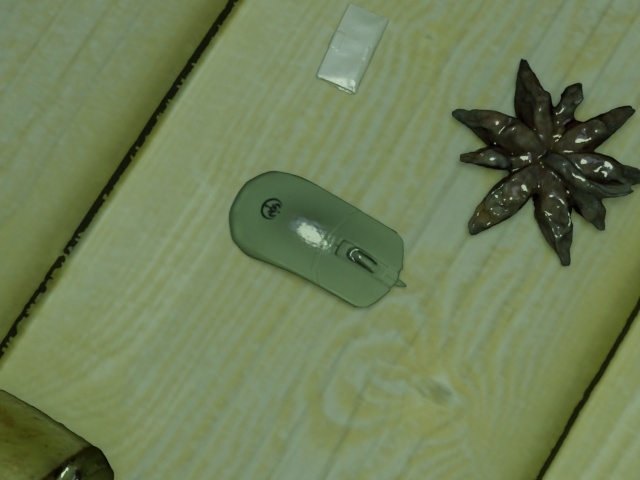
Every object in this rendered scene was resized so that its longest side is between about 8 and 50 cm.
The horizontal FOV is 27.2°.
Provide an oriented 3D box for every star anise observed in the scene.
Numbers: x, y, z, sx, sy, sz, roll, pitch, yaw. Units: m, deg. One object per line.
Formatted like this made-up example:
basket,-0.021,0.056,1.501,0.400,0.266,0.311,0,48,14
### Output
star anise,0.206,-0.077,1.236,0.182,0.065,0.195,43,87,6

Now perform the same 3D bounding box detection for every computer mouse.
computer mouse,0.000,0.000,1.226,0.182,0.056,0.089,29,86,3

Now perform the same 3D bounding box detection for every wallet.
wallet,0.030,-0.185,1.275,0.044,0.011,0.083,25,82,3

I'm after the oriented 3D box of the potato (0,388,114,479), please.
potato,-0.344,0.228,1.109,0.242,0.242,0.285,41,98,5
